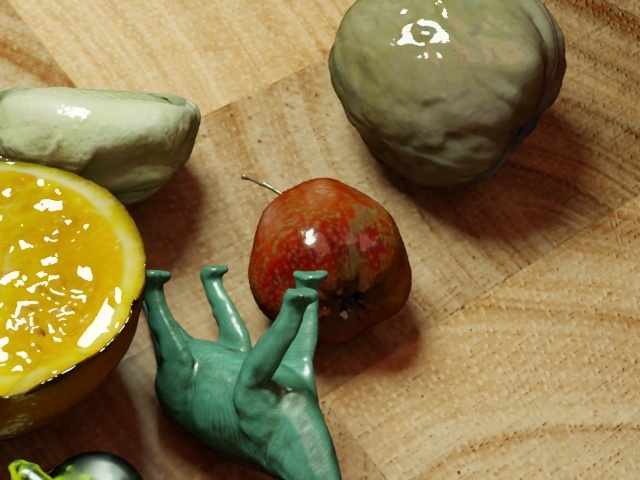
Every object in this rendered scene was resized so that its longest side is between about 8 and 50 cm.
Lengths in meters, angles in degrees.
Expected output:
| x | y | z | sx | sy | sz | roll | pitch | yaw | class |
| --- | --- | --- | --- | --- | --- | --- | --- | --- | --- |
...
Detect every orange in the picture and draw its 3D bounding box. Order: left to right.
| x | y | z | sx | sy | sz | roll | pitch | yaw | class |
| --- | --- | --- | --- | --- | --- | --- | --- | --- | --- |
| -0.303 | 0.051 | 1.104 | 0.310 | 0.274 | 0.274 | -28 | 59 | 20 | orange |

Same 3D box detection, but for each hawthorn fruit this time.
| x | y | z | sx | sy | sz | roll | pitch | yaw | class |
| --- | --- | --- | --- | --- | --- | --- | --- | --- | --- |
| 0.000 | 0.000 | 1.292 | 0.163 | 0.162 | 0.203 | -2 | 41 | -16 | hawthorn fruit |

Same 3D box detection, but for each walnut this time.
| x | y | z | sx | sy | sz | roll | pitch | yaw | class |
| --- | --- | --- | --- | --- | --- | --- | --- | --- | --- |
| 0.130 | -0.181 | 1.380 | 0.248 | 0.248 | 0.248 | 7 | 57 | -11 | walnut |

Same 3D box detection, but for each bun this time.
| x | y | z | sx | sy | sz | roll | pitch | yaw | class |
| --- | --- | --- | --- | --- | --- | --- | --- | --- | --- |
| -0.221 | -0.089 | 1.260 | 0.210 | 0.237 | 0.116 | 4 | 93 | 17 | bun |

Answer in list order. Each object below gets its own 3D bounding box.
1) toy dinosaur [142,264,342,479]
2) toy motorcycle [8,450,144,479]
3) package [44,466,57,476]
| x | y | z | sx | sy | sz | roll | pitch | yaw | class |
| --- | --- | --- | --- | --- | --- | --- | --- | --- | --- |
| -0.082 | 0.190 | 1.166 | 0.129 | 0.383 | 0.330 | -2 | 95 | -44 | toy dinosaur |
| -0.139 | 0.321 | 0.978 | 0.206 | 0.142 | 0.342 | -39 | 67 | -20 | toy motorcycle |
| -0.200 | 0.314 | 1.092 | 0.166 | 0.040 | 0.232 | 18 | 63 | 1 | package |
